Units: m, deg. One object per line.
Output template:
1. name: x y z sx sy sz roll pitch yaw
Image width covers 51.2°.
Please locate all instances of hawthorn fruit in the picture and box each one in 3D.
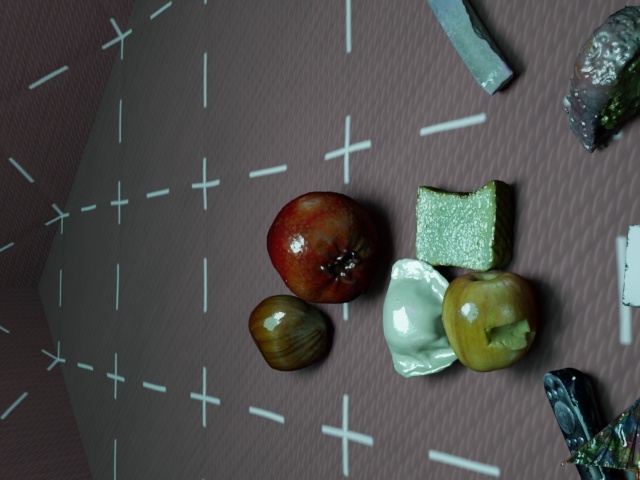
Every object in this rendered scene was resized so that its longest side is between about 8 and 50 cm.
1. hawthorn fruit: 0.000 0.000 1.588 0.307 0.265 0.265 -123 49 -61

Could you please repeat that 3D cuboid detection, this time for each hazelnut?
1. hazelnut: -0.081 0.231 1.734 0.186 0.210 0.210 -135 56 -69

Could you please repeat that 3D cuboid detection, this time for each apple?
1. apple: 0.316 0.153 1.258 0.199 0.199 0.199 -4 84 50

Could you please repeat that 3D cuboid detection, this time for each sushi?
1. sushi: 0.475 -0.262 1.093 0.241 0.161 0.107 -56 50 31

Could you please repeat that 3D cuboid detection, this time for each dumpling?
1. dumpling: 0.222 0.162 1.404 0.179 0.131 0.252 -6 84 34

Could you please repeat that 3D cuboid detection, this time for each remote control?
1. remote control: 0.466 0.348 1.148 0.090 0.066 0.266 96 158 -72

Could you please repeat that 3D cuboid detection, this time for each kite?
1. kite: 0.510 0.340 1.072 0.232 0.009 0.189 0 61 26

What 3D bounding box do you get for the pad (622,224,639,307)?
1. pad: 0.588 0.048 1.060 0.211 0.003 0.143 6 93 50

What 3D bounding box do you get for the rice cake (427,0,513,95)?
1. rice cake: 0.294 -0.464 1.401 0.070 0.064 0.399 -39 59 31

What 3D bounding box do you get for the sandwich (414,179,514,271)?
1. sandwich: 0.291 -0.029 1.375 0.214 0.065 0.186 5 92 51
